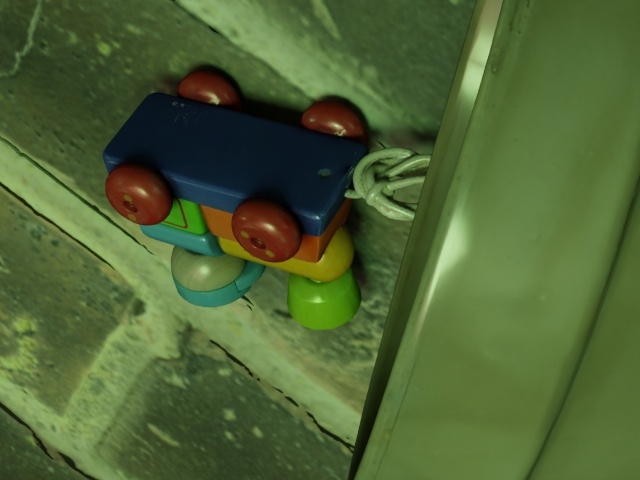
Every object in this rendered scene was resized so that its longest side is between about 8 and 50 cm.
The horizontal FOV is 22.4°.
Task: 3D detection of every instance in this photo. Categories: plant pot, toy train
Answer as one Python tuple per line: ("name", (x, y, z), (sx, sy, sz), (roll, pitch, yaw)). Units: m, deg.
("plant pot", (0.185, -0.004, 0.699), (0.280, 0.323, 0.323), (17, 135, 2))
("toy train", (0.000, 0.000, 0.964), (0.248, 0.105, 0.143), (16, 143, 24))
